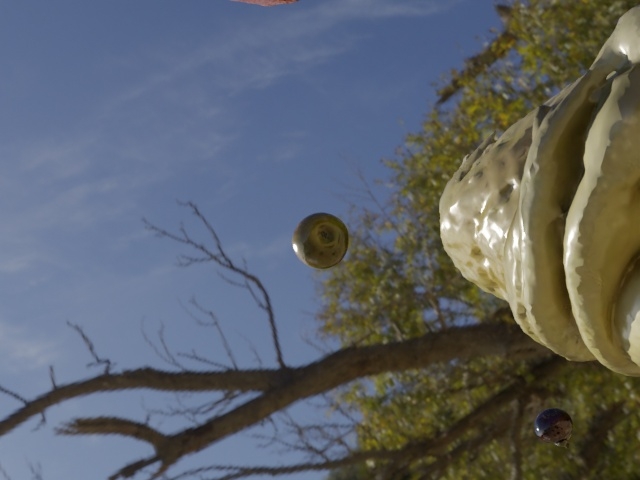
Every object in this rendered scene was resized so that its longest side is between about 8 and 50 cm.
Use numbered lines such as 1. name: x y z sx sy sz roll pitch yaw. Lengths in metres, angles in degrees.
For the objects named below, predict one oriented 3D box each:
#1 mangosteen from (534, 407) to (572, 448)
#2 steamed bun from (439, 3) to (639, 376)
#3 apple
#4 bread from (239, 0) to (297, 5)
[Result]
1. mangosteen: 0.488 0.391 1.912 0.080 0.081 0.081 -20 -39 -17
2. steamed bun: 0.261 -0.031 0.678 0.324 0.230 0.372 -30 -10 -13
3. apple: 0.000 0.000 1.427 0.089 0.090 0.074 -24 -9 -12
4. bread: -0.068 -0.400 1.206 0.123 0.244 0.190 11 -90 -36
